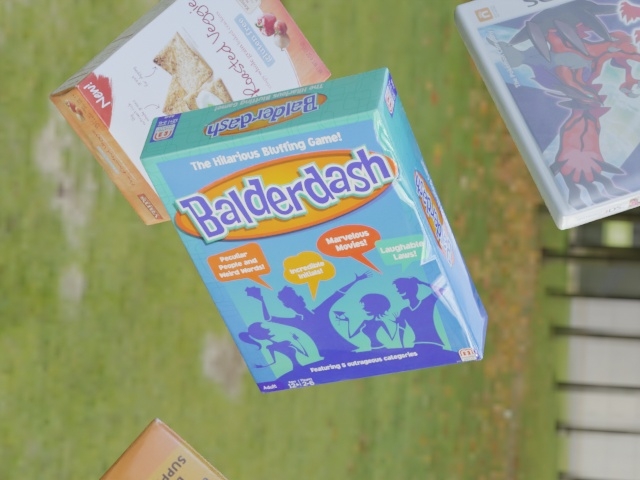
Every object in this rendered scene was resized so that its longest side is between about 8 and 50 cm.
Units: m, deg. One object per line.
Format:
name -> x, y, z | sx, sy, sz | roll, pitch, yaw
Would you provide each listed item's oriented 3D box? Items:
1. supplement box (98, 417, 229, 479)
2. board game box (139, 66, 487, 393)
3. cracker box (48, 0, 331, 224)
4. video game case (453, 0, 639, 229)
supplement box -> -0.050, 0.229, 1.234 | 0.078, 0.233, 0.080 | -48, 174, -12
board game box -> 0.000, 0.000, 1.141 | 0.047, 0.160, 0.210 | -76, 149, -49
cracker box -> -0.119, -0.146, 1.684 | 0.232, 0.067, 0.156 | -45, 109, -27
video game case -> 0.218, -0.117, 1.296 | 0.023, 0.183, 0.201 | 88, -18, -59
